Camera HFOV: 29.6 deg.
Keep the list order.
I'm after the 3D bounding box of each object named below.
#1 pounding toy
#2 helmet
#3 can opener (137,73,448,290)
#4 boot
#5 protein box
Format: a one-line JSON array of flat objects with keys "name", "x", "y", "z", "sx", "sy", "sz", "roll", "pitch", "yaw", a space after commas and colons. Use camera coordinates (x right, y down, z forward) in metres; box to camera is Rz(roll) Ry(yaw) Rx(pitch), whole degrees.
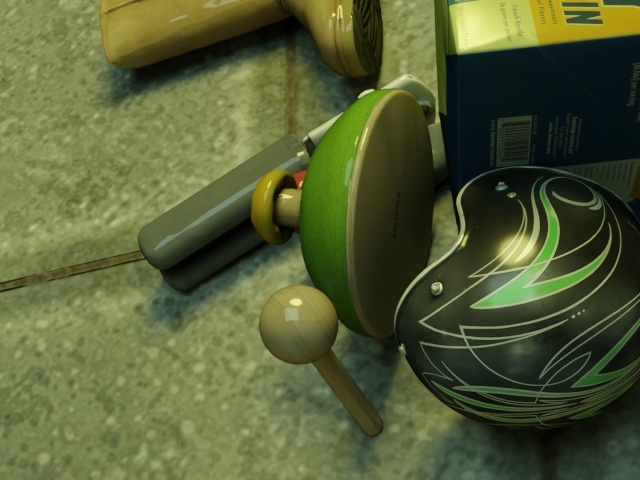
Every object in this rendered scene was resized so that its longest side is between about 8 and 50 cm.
[{"name": "pounding toy", "x": 0.000, "y": 0.000, "z": 0.892, "sx": 0.110, "sy": 0.183, "sz": 0.237, "roll": 6, "pitch": 63, "yaw": 23}, {"name": "helmet", "x": 0.140, "y": 0.048, "z": 0.815, "sx": 0.169, "sy": 0.169, "sz": 0.161, "roll": 1, "pitch": 46, "yaw": 25}, {"name": "can opener", "x": -0.017, "y": -0.043, "z": 1.004, "sx": 0.280, "sy": 0.074, "sz": 0.093, "roll": -28, "pitch": 51, "yaw": 3}, {"name": "boot", "x": -0.079, "y": -0.208, "z": 1.147, "sx": 0.269, "sy": 0.089, "sz": 0.236, "roll": -13, "pitch": 42, "yaw": 15}, {"name": "protein box", "x": 0.189, "y": -0.121, "z": 0.861, "sx": 0.201, "sy": 0.200, "sz": 0.136, "roll": -7, "pitch": 53, "yaw": 2}]
